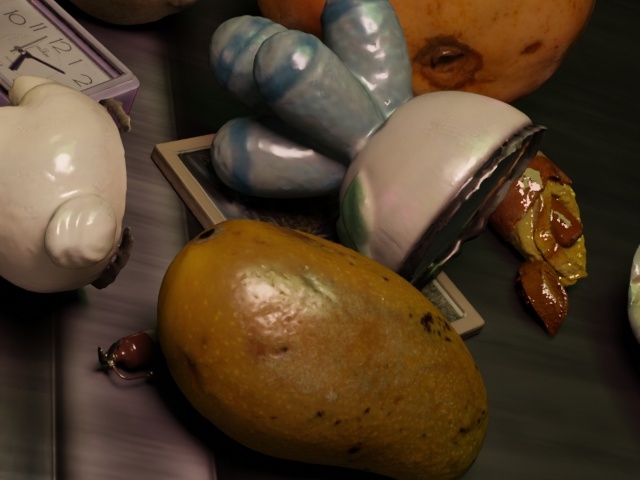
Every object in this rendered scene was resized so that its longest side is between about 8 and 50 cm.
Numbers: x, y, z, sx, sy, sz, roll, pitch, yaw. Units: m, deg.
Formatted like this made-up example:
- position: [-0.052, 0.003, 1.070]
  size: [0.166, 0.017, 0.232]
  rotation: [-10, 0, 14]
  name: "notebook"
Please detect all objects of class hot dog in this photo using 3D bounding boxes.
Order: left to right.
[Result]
- position: [0.237, -0.064, 1.404]
  size: [0.261, 0.093, 0.123]
  rotation: [47, 40, 17]
  name: "hot dog"

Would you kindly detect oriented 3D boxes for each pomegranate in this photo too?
- position: [0.131, -0.333, 1.382]
  size: [0.412, 0.411, 0.411]
  rotation: [19, 41, -17]
  name: "pomegranate"

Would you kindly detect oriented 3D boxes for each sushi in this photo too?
- position: [0.243, 0.056, 1.321]
  size: [0.050, 0.047, 0.099]
  rotation: [31, 35, -33]
  name: "sushi"

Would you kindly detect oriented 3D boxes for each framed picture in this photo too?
- position: [0.000, 0.000, 1.233]
  size: [0.240, 0.020, 0.324]
  rotation: [-14, 58, -43]
  name: "framed picture"

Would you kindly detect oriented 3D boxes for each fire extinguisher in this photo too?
- position: [-0.125, 0.094, 1.042]
  size: [0.173, 0.035, 0.049]
  rotation: [-14, 96, -43]
  name: "fire extinguisher"

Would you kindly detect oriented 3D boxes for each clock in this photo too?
- position: [-0.292, -0.172, 1.170]
  size: [0.193, 0.073, 0.145]
  rotation: [42, 40, 12]
  name: "clock"

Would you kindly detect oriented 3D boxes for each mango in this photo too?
- position: [0.015, 0.102, 1.013]
  size: [0.330, 0.176, 0.175]
  rotation: [22, 31, -15]
  name: "mango"

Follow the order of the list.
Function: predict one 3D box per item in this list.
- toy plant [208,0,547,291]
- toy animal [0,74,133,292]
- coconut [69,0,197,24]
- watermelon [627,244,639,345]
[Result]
- position: [0.026, -0.118, 1.188]
  size: [0.332, 0.247, 0.247]
  rotation: [39, 39, 11]
  name: "toy plant"
- position: [-0.305, -0.031, 0.924]
  size: [0.310, 0.183, 0.247]
  rotation: [-2, 50, -35]
  name: "toy animal"
- position: [-0.217, -0.344, 1.290]
  size: [0.224, 0.224, 0.224]
  rotation: [19, 41, -17]
  name: "coconut"
- position: [0.455, 0.084, 1.331]
  size: [0.224, 0.180, 0.305]
  rotation: [27, 35, -32]
  name: "watermelon"
